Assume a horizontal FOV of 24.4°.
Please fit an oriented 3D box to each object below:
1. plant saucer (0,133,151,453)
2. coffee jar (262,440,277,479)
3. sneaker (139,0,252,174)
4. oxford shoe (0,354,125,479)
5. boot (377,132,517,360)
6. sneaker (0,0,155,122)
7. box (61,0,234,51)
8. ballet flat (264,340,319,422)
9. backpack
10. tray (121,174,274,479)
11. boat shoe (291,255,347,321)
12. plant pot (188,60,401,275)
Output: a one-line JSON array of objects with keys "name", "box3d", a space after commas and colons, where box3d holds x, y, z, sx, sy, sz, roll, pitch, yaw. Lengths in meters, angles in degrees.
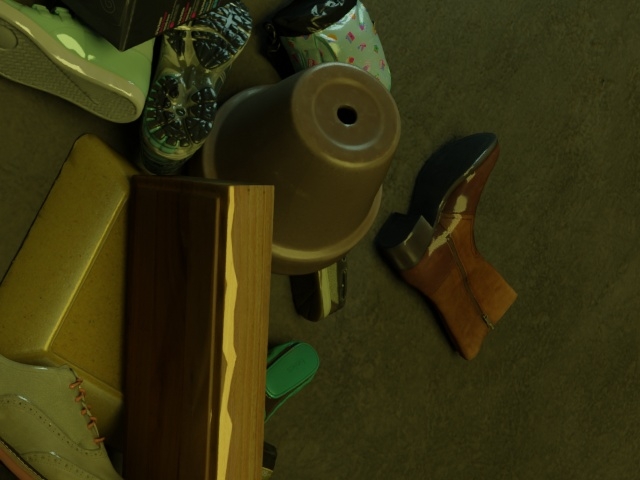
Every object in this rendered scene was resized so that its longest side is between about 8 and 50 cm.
[{"name": "plant saucer", "box3d": [-0.235, 0.085, 1.881, 0.333, 0.081, 0.332, 37, 71, -38]}, {"name": "coffee jar", "box3d": [-0.127, 0.352, 2.008, 0.096, 0.079, 0.184, 26, 78, -41]}, {"name": "sneaker", "box3d": [-0.176, -0.207, 1.893, 0.110, 0.122, 0.283, 25, 55, -9]}, {"name": "oxford shoe", "box3d": [-0.300, 0.223, 1.697, 0.397, 0.140, 0.146, 36, 76, -7]}, {"name": "boot", "box3d": [0.241, 0.008, 2.280, 0.280, 0.096, 0.264, 49, 64, -35]}, {"name": "sneaker", "box3d": [-0.315, -0.257, 1.777, 0.256, 0.094, 0.151, 29, 50, -24]}, {"name": "box", "box3d": [-0.182, -0.364, 1.767, 0.270, 0.165, 0.143, -34, 156, -41]}, {"name": "ballet flat", "box3d": [-0.101, 0.215, 2.003, 0.247, 0.087, 0.083, -31, 88, -44]}, {"name": "backpack", "box3d": [0.018, -0.252, 2.038, 0.152, 0.115, 0.182, -40, 123, -34]}, {"name": "tray", "box3d": [-0.153, 0.132, 1.769, 0.076, 0.203, 0.411, 0, 96, -40]}, {"name": "boat shoe", "box3d": [0.001, 0.001, 2.083, 0.073, 0.080, 0.223, -17, 112, -45]}, {"name": "plant pot", "box3d": [-0.014, -0.114, 1.890, 0.263, 0.229, 0.263, 9, 66, -20]}]
